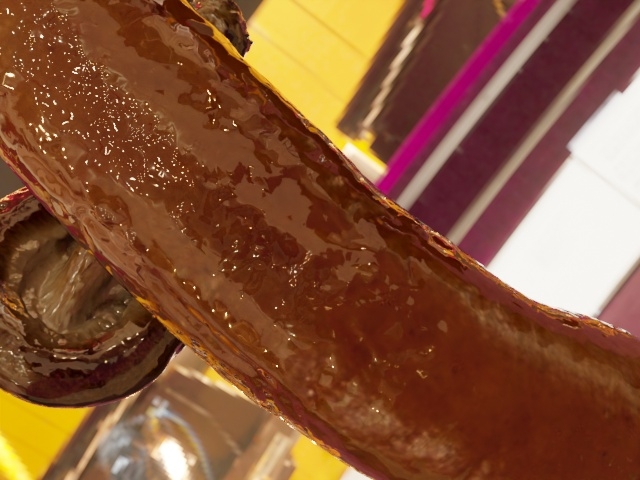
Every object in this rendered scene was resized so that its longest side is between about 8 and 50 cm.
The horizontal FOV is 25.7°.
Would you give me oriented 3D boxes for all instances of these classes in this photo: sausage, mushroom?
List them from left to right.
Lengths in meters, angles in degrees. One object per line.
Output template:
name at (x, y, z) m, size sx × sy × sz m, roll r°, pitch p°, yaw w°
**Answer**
mushroom at (-0.102, -0.034, 0.771) m, size 0.227 × 0.148 × 0.217 m, roll -56°, pitch -8°, yaw -50°
sausage at (-0.001, 0.004, 0.423) m, size 0.076 × 0.302 × 0.103 m, roll -42°, pitch 10°, yaw 43°

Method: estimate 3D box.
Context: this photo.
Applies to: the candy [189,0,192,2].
candy at (-0.132, -0.166, 0.977) m, size 0.088 × 0.136 × 0.038 m, roll 62°, pitch -134°, yaw -71°
